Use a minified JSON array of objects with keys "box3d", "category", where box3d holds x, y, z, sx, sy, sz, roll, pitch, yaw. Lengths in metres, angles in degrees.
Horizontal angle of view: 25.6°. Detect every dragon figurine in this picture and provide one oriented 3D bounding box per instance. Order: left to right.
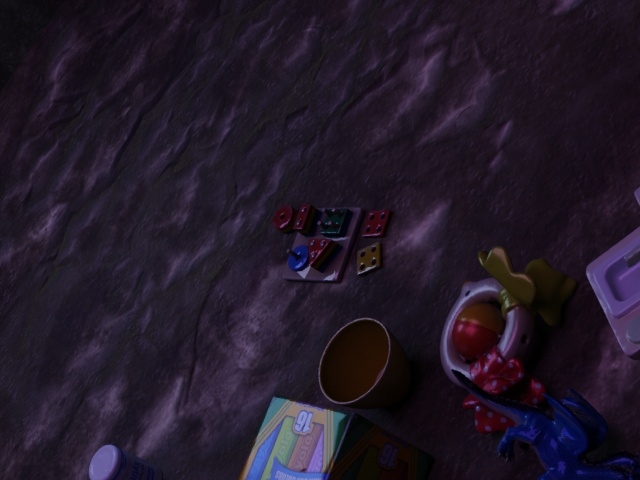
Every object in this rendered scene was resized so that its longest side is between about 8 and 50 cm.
[{"box3d":[0.299,0.236,1.745,0.144,0.085,0.289,-49,64,25],"category":"dragon figurine"}]

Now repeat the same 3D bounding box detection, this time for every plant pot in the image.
[{"box3d":[0.078,0.193,2.053,0.134,0.095,0.134,-26,48,32],"category":"plant pot"}]

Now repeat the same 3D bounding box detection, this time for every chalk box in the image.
[{"box3d":[-0.006,0.386,1.942,0.179,0.180,0.288,5,69,48],"category":"chalk box"}]

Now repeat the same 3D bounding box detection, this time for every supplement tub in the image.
[{"box3d":[-0.323,0.387,2.328,0.071,0.107,0.071,-26,48,33],"category":"supplement tub"}]

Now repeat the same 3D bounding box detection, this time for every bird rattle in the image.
[{"box3d":[0.245,0.140,1.934,0.207,0.143,0.253,2,78,60],"category":"bird rattle"}]

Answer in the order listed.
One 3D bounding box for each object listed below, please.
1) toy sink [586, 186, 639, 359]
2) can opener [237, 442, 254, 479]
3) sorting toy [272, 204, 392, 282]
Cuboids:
[{"box3d":[0.416,0.069,1.674,0.131,0.234,0.152,-39,42,20],"category":"toy sink"},{"box3d":[-0.116,0.384,2.135,0.280,0.093,0.074,-57,39,7],"category":"can opener"},{"box3d":[0.000,0.000,2.310,0.275,0.046,0.132,1,65,46],"category":"sorting toy"}]
